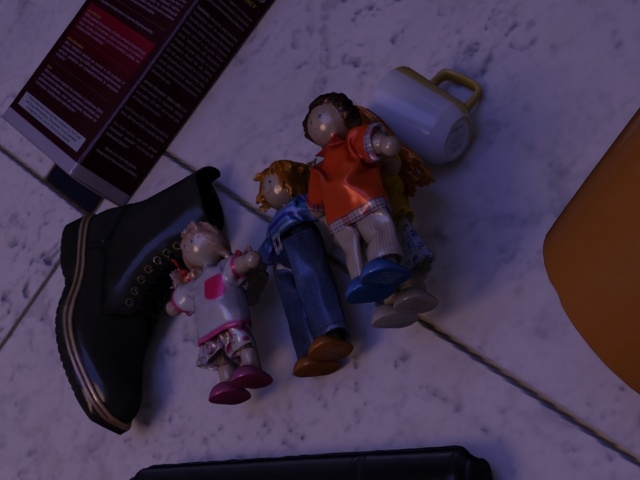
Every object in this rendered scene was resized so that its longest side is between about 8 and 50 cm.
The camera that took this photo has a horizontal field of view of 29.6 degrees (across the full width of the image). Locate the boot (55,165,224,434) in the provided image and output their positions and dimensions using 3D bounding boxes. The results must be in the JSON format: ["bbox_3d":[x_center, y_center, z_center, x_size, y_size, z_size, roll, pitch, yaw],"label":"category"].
[{"bbox_3d":[-0.130,0.037,0.937,0.137,0.077,0.198,-25,56,16],"label":"boot"}]

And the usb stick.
[{"bbox_3d":[-0.017,0.180,0.800,0.278,0.045,0.077,-10,69,31],"label":"usb stick"}]

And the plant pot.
[{"bbox_3d":[0.225,-0.014,0.619,0.188,0.205,0.205,-45,47,31],"label":"plant pot"}]

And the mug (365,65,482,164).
[{"bbox_3d":[0.077,-0.091,0.865,0.064,0.062,0.078,29,92,33],"label":"mug"}]

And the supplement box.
[{"bbox_3d":[-0.157,-0.164,1.056,0.130,0.073,0.239,37,91,40],"label":"supplement box"}]

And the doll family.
[{"bbox_3d":[0.000,0.000,0.849,0.263,0.118,0.163,-39,55,42],"label":"doll family"}]
